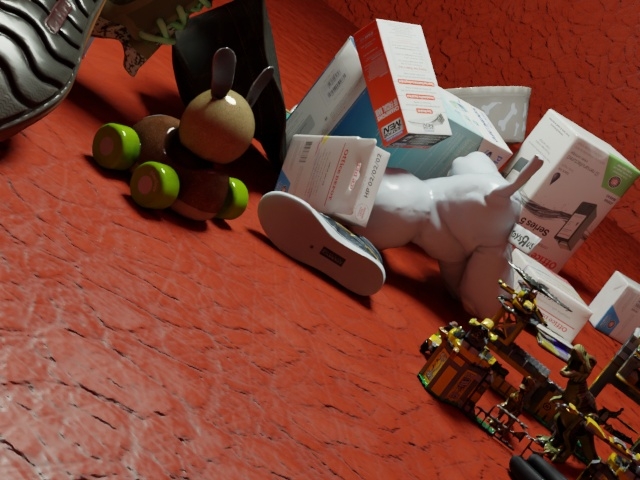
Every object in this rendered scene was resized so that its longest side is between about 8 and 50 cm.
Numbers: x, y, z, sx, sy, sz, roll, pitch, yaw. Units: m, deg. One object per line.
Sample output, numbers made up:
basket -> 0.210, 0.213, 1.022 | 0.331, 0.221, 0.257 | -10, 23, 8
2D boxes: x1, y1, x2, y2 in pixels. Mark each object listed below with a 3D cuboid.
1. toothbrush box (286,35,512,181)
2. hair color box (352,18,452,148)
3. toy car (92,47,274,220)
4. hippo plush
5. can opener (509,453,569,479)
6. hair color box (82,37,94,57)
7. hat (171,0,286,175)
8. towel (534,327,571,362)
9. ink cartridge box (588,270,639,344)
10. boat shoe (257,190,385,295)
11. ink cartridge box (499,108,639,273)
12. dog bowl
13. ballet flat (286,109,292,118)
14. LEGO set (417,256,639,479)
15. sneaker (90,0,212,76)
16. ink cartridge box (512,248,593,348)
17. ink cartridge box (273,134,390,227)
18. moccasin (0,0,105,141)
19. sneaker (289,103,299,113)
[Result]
toothbrush box -> 0.109, -0.142, 1.601 | 0.296, 0.216, 0.126 | 22, 29, -33
hair color box -> 0.111, -0.212, 1.424 | 0.093, 0.053, 0.167 | -2, 72, -43
toy car -> -0.132, -0.131, 1.177 | 0.149, 0.188, 0.155 | 43, 18, 27
hippo plush -> 0.146, -0.008, 1.439 | 0.237, 0.234, 0.294 | 1, 6, -6
can opener -> 0.251, 0.266, 1.024 | 0.059, 0.073, 0.186 | 16, 14, -27
hair color box -> -0.444, -0.426, 1.555 | 0.185, 0.113, 0.374 | 22, 21, -36
hat -> -0.139, -0.238, 1.480 | 0.134, 0.331, 0.331 | -12, 29, -7
towel -> 0.366, 0.167, 1.607 | 0.083, 0.009, 0.060 | 32, 16, -5
ink cartridge box -> 0.594, 0.147, 1.936 | 0.180, 0.104, 0.060 | 29, 16, -19
boat shoe -> 0.000, 0.000, 1.299 | 0.183, 0.065, 0.083 | 37, 12, -6
ink cartridge box -> 0.442, -0.084, 2.001 | 0.198, 0.273, 0.114 | 23, 22, -34
dog bowl -> 0.229, -0.221, 1.985 | 0.349, 0.102, 0.349 | -6, 3, 0
ballet flat -> -0.108, -0.206, 1.685 | 0.232, 0.080, 0.073 | 40, -11, 10
LEGO set -> 0.293, 0.150, 1.188 | 0.331, 0.192, 0.255 | 41, 17, 22
sneaker -> -0.209, -0.299, 1.319 | 0.410, 0.182, 0.158 | -3, 5, 6
ink cartridge box -> 0.366, 0.095, 1.696 | 0.115, 0.067, 0.198 | 31, 14, -12
ink cartridge box -> 0.021, -0.077, 1.348 | 0.062, 0.104, 0.181 | 23, -7, -36
moccasin -> -0.336, -0.205, 1.095 | 0.139, 0.147, 0.380 | 43, 29, -29
sneaker -> -0.014, -0.212, 1.895 | 0.067, 0.042, 0.118 | 36, 14, 18
